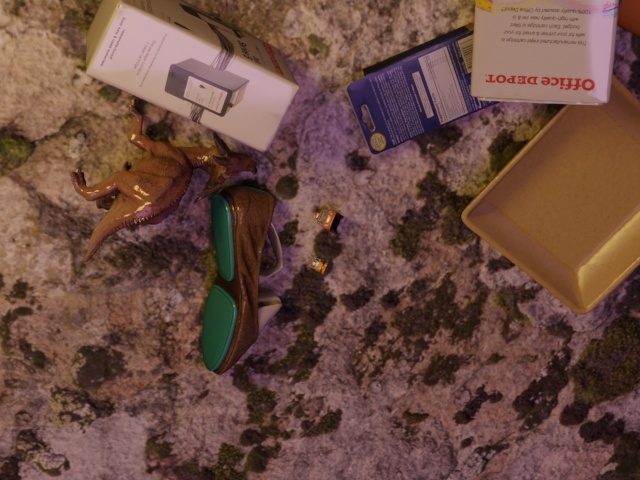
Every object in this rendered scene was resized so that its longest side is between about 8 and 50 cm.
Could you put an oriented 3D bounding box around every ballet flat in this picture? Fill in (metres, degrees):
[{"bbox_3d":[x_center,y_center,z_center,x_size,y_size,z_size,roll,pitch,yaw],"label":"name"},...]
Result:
[{"bbox_3d":[-0.122,0.066,1.766,0.124,0.116,0.343,-9,117,-29],"label":"ballet flat"}]

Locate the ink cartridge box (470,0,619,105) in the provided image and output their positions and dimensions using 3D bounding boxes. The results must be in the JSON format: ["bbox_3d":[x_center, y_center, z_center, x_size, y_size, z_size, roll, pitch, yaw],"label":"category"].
[{"bbox_3d":[0.330,-0.347,1.560,0.201,0.117,0.278,5,109,13],"label":"ink cartridge box"}]

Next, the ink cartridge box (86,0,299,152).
[{"bbox_3d":[-0.184,-0.254,1.516,0.272,0.198,0.115,23,110,-22],"label":"ink cartridge box"}]

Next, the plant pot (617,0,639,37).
[{"bbox_3d":[0.543,-0.370,1.619,0.187,0.205,0.205,15,115,-2],"label":"plant pot"}]

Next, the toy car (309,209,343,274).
[{"bbox_3d":[0.000,0.000,1.774,0.040,0.060,0.122,23,107,12],"label":"toy car"}]

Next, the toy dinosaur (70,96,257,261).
[{"bbox_3d":[-0.235,-0.082,1.588,0.200,0.296,0.127,23,147,18],"label":"toy dinosaur"}]

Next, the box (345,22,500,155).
[{"bbox_3d":[0.159,-0.237,1.689,0.225,0.036,0.136,-23,119,0],"label":"box"}]

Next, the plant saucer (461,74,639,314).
[{"bbox_3d":[0.445,-0.083,1.806,0.332,0.081,0.333,36,106,-25],"label":"plant saucer"}]
